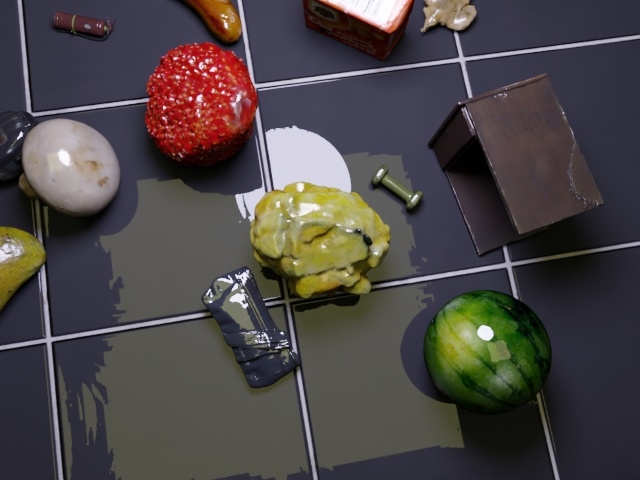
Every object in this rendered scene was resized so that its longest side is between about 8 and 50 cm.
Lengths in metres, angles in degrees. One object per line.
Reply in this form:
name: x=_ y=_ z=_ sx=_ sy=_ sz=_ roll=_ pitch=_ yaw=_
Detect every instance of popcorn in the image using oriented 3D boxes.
popcorn: x=0.000 y=0.000 z=1.188 sx=0.286 sy=0.215 sz=0.252 roll=4 pitch=73 yaw=-7

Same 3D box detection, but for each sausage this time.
sausage: x=-0.297 y=-0.565 z=1.342 sx=0.302 sy=0.076 sz=0.103 roll=34 pitch=87 yaw=4

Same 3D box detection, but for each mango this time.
mango: x=-0.714 y=0.090 z=1.150 sx=0.329 sy=0.175 sz=0.176 roll=-47 pitch=130 yaw=-10

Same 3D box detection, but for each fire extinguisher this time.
fire extinguisher: x=-0.534 y=-0.488 z=1.331 sx=0.132 sy=0.039 sz=0.056 roll=10 pitch=111 yaw=-2

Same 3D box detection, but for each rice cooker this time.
rice cooker: x=-0.659 y=-0.196 z=1.231 sx=0.165 sy=0.106 sz=0.112 roll=-36 pitch=72 yaw=-13

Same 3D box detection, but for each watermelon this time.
watermelon: x=0.326 y=0.219 z=1.152 sx=0.242 sy=0.242 sz=0.242 roll=1 pitch=79 yaw=-4

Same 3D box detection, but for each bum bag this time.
bum bag: x=-0.145 y=0.182 z=1.219 sx=0.123 sy=0.060 sz=0.248 roll=-28 pitch=84 yaw=-7

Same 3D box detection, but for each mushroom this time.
mushroom: x=-0.531 y=-0.138 z=1.202 sx=0.215 sy=0.207 sz=0.207 roll=-18 pitch=80 yaw=24

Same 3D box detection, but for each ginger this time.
ginger: x=0.310 y=-0.588 z=1.394 sx=0.133 sy=0.059 sz=0.214 roll=10 pitch=80 yaw=-6

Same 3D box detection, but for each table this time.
table: x=0.389 y=-0.144 z=1.220 sx=0.196 sy=0.250 sz=0.282 roll=-19 pitch=82 yaw=-8

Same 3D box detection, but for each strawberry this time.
strawberry: x=-0.245 y=-0.285 z=1.211 sx=0.261 sy=0.257 sz=0.261 roll=0 pitch=88 yaw=-3

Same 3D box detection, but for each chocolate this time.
chocolate: x=0.075 y=-0.507 z=1.283 sx=0.237 sy=0.235 sz=0.108 roll=23 pitch=92 yaw=0

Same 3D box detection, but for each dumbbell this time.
dumbbell: x=0.170 y=-0.117 z=1.302 sx=0.118 sy=0.046 sz=0.052 roll=36 pitch=85 yaw=4
